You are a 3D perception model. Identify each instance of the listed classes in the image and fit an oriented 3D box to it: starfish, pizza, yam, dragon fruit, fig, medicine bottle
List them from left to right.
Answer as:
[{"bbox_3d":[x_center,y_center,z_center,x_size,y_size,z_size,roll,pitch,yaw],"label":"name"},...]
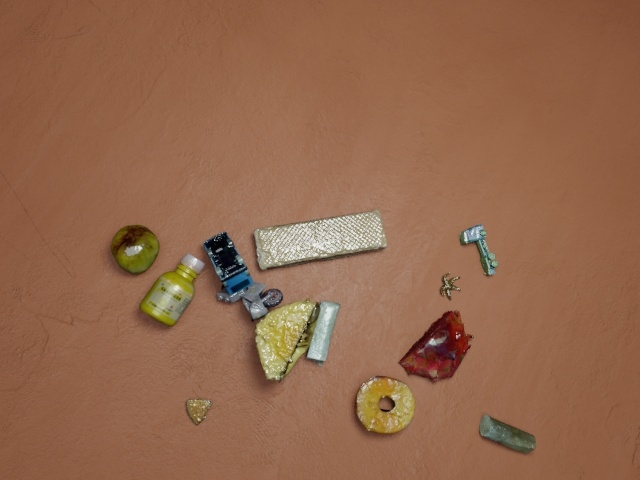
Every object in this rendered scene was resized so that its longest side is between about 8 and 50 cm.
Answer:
[{"bbox_3d":[-0.570,0.026,1.378,0.136,0.121,0.152,9,78,0],"label":"fig"},{"bbox_3d":[-0.441,0.144,1.368,0.122,0.122,0.212,32,77,1],"label":"medicine bottle"},{"bbox_3d":[-0.360,0.508,1.353,0.078,0.025,0.083,-21,88,-5],"label":"pizza"},{"bbox_3d":[0.399,0.349,1.416,0.274,0.126,0.161,-42,85,-12],"label":"dragon fruit"},{"bbox_3d":[0.438,0.150,1.511,0.091,0.028,0.078,-41,91,-15],"label":"starfish"},{"bbox_3d":[0.591,0.617,1.416,0.170,0.068,0.068,24,77,0],"label":"yam"}]

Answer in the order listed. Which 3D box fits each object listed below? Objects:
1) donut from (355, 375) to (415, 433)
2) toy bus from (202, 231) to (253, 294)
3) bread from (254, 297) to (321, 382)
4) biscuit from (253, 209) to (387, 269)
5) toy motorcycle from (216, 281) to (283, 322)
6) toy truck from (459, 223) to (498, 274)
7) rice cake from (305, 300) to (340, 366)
[{"bbox_3d":[0.193,0.505,1.391,0.190,0.074,0.174,-4,78,-11],"label":"donut"},{"bbox_3d":[-0.286,0.068,1.380,0.090,0.106,0.184,-29,49,-10],"label":"toy bus"},{"bbox_3d":[-0.105,0.281,1.345,0.163,0.204,0.262,28,82,10],"label":"bread"},{"bbox_3d":[0.000,0.000,1.467,0.426,0.078,0.143,-8,81,-7],"label":"biscuit"},{"bbox_3d":[-0.224,0.182,1.373,0.216,0.080,0.122,10,43,24],"label":"toy motorcycle"},{"bbox_3d":[0.538,0.037,1.529,0.081,0.067,0.175,-17,84,-4],"label":"toy truck"},{"bbox_3d":[0.006,0.290,1.417,0.069,0.063,0.206,18,77,0],"label":"rice cake"}]
